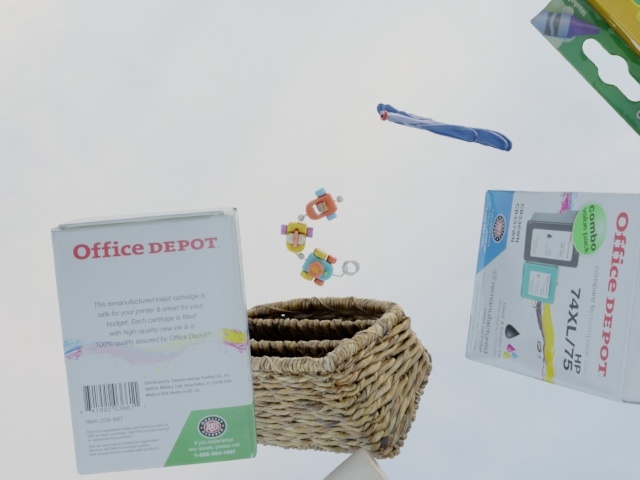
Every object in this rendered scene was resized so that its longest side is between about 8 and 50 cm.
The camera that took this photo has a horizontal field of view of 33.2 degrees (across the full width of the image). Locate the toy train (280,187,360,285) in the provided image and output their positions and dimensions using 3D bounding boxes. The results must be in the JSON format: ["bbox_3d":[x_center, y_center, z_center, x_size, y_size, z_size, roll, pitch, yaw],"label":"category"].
[{"bbox_3d":[0.000,0.000,1.860,0.125,0.166,0.046,-20,-169,7],"label":"toy train"}]

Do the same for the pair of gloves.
[{"bbox_3d":[0.145,-0.136,1.277,0.159,0.198,0.023,14,-83,0],"label":"pair of gloves"}]

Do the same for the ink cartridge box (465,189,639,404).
[{"bbox_3d":[0.313,0.055,1.116,0.270,0.197,0.198,-174,-89,-66],"label":"ink cartridge box"}]

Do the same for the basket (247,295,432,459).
[{"bbox_3d":[-0.023,0.147,1.471,0.299,0.223,0.213,-3,-132,37],"label":"basket"}]

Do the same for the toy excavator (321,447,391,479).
[{"bbox_3d":[0.182,0.490,1.437,0.222,0.433,0.445,-41,-108,-1],"label":"toy excavator"}]

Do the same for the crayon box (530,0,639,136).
[{"bbox_3d":[0.396,-0.257,1.045,0.323,0.203,0.083,-45,-168,12],"label":"crayon box"}]

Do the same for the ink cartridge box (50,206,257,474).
[{"bbox_3d":[-0.139,0.081,0.928,0.154,0.093,0.212,-5,-83,-2],"label":"ink cartridge box"}]
